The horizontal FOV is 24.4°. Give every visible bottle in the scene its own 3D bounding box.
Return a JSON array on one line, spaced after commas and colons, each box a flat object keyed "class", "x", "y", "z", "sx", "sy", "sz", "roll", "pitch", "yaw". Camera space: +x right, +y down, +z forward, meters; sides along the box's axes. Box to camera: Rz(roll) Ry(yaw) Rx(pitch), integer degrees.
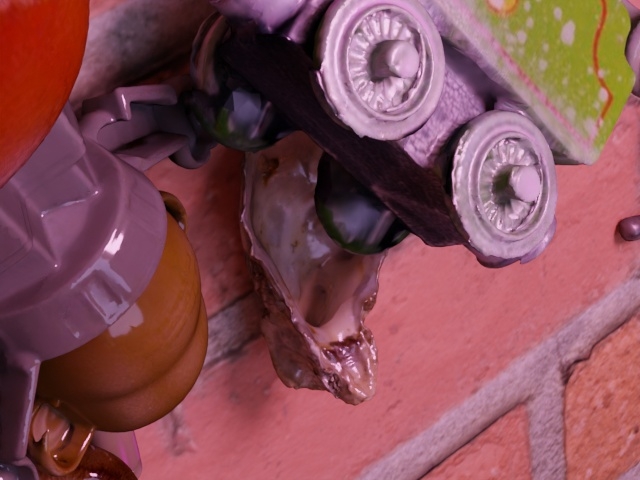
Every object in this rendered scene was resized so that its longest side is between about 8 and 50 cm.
[{"class": "bottle", "x": -0.162, "y": 0.144, "z": 1.110, "sx": 0.045, "sy": 0.045, "sz": 0.096, "roll": -33, "pitch": 136, "yaw": -26}]

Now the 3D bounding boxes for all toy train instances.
[{"class": "toy train", "x": 0.067, "y": -0.130, "z": 1.012, "sx": 0.307, "sy": 0.173, "sz": 0.249, "roll": 42, "pitch": 66, "yaw": -30}]

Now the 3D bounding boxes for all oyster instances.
[{"class": "oyster", "x": -0.010, "y": 0.012, "z": 1.153, "sx": 0.162, "sy": 0.107, "sz": 0.232, "roll": -20, "pitch": 108, "yaw": -29}]

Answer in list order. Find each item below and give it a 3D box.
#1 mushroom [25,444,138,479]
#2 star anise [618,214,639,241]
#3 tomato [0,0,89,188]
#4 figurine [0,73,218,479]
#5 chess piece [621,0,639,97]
[{"class": "mushroom", "x": -0.210, "y": 0.212, "z": 1.078, "sx": 0.171, "sy": 0.080, "sz": 0.135, "roll": -29, "pitch": 118, "yaw": -8}, {"class": "star anise", "x": 0.426, "y": -0.185, "z": 1.438, "sx": 0.359, "sy": 0.139, "sz": 0.316, "roll": -28, "pitch": 133, "yaw": -10}, {"class": "tomato", "x": -0.245, "y": -0.114, "z": 0.709, "sx": 0.265, "sy": 0.265, "sz": 0.265, "roll": -24, "pitch": 129, "yaw": -33}, {"class": "figurine", "x": -0.166, "y": 0.019, "z": 0.934, "sx": 0.342, "sy": 0.167, "sz": 0.285, "roll": -50, "pitch": 138, "yaw": -10}, {"class": "chess piece", "x": 0.251, "y": -0.153, "z": 1.159, "sx": 0.139, "sy": 0.272, "sz": 0.139, "roll": -25, "pitch": 131, "yaw": -32}]
